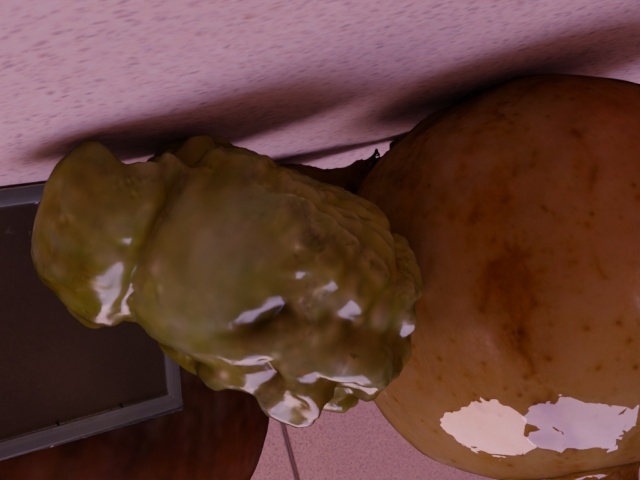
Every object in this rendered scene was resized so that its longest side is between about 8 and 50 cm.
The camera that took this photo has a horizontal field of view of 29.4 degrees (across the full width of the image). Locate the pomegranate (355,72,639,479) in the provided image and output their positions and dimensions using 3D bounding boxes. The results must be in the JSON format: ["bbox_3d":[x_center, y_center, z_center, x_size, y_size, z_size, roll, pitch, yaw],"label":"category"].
[{"bbox_3d":[0.209,0.061,1.073,0.410,0.410,0.410,-15,175,-1],"label":"pomegranate"}]

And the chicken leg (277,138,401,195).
[{"bbox_3d":[0.012,-0.042,1.200,0.251,0.087,0.107,-24,136,-19],"label":"chicken leg"}]

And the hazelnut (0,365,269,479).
[{"bbox_3d":[-0.233,0.141,1.200,0.359,0.359,0.409,-17,174,25],"label":"hazelnut"}]

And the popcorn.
[{"bbox_3d":[-0.061,0.016,0.921,0.286,0.173,0.225,23,-171,-2],"label":"popcorn"}]

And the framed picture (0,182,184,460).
[{"bbox_3d":[-0.226,0.060,0.956,0.274,0.217,0.017,-9,-170,-42],"label":"framed picture"}]
